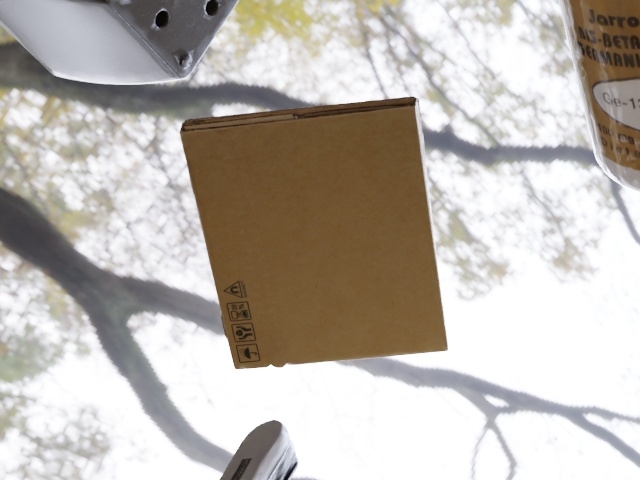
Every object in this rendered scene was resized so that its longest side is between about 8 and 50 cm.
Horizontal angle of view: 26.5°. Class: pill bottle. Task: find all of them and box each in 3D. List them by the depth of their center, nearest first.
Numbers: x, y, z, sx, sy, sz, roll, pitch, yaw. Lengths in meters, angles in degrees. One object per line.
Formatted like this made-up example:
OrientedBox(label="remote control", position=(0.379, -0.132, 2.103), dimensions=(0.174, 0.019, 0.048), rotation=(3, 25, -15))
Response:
OrientedBox(label="pill bottle", position=(0.197, -0.149, 0.756), dimensions=(0.131, 0.229, 0.131), rotation=(-14, -147, 10))

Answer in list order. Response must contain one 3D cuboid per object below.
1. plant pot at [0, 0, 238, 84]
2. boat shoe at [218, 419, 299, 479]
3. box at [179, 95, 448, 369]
OrientedBox(label="plant pot", position=(-0.166, -0.235, 1.128), dimensions=(0.167, 0.188, 0.187), rotation=(25, -103, 34))
OrientedBox(label="boat shoe", position=(-0.055, 0.189, 0.973), dimensions=(0.049, 0.040, 0.142), rotation=(-9, -148, 39))
OrientedBox(label="box", position=(0.000, 0.000, 0.962), dimensions=(0.165, 0.201, 0.021), rotation=(-6, -151, 8))
